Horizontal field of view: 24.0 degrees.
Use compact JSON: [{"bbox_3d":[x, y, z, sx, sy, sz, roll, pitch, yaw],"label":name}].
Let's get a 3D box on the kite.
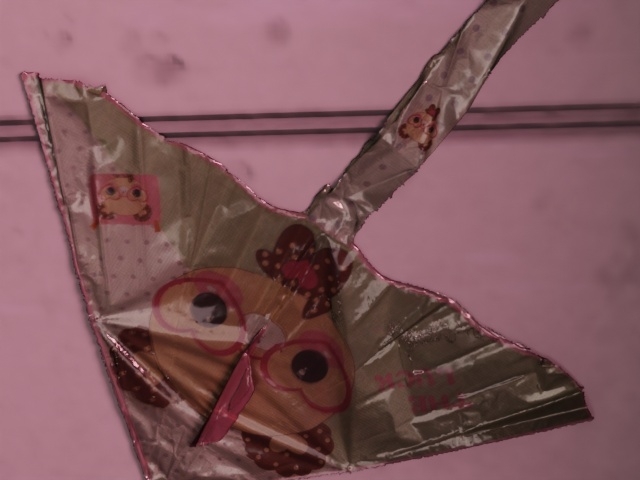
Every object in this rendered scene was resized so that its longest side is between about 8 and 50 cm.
[{"bbox_3d":[0.000,-0.001,0.510,0.229,0.012,0.250,33,112,-7],"label":"kite"}]
